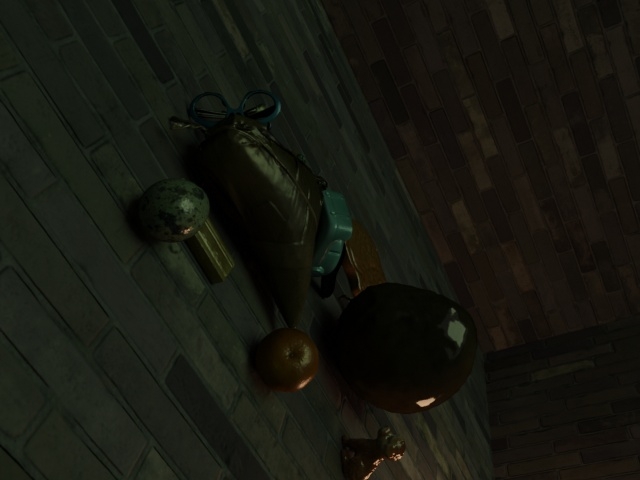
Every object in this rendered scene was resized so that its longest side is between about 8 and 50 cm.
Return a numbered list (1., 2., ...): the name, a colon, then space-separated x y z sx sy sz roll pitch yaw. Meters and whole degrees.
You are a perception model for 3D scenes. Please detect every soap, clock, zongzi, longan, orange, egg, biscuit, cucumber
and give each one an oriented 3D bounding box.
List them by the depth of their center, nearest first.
1. egg: -0.301 -0.065 1.245 0.172 0.132 0.132 -32 101 -59
2. soap: -0.285 -0.022 1.387 0.251 0.037 0.092 62 21 -20
3. orange: -0.084 0.295 1.463 0.136 0.159 0.158 119 -37 -61
4. zongzi: -0.163 -0.056 1.489 0.500 0.218 0.466 38 42 -51
5. clock: 0.000 0.000 1.782 0.094 0.274 0.223 12 36 -18
6. cucumber: 0.036 0.092 1.881 0.284 0.056 0.056 103 -8 -46
7. longan: 0.261 0.341 1.883 0.404 0.437 0.403 -167 -90 -87
8. biscuit: 0.177 0.088 2.400 0.385 0.062 0.364 4 69 -67

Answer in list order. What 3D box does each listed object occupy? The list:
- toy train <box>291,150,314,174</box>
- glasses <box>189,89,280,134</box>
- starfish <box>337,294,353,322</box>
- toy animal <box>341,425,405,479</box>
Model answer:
1. toy train: -0.089 -0.200 1.967 0.227 0.091 0.136 58 34 -32
2. glasses: -0.231 -0.365 1.625 0.206 0.239 0.102 -106 -167 -64
3. starfish: 0.117 0.262 2.086 0.190 0.074 0.146 23 56 -60
4. toy animal: 0.159 0.632 1.690 0.104 0.185 0.183 53 27 -42
